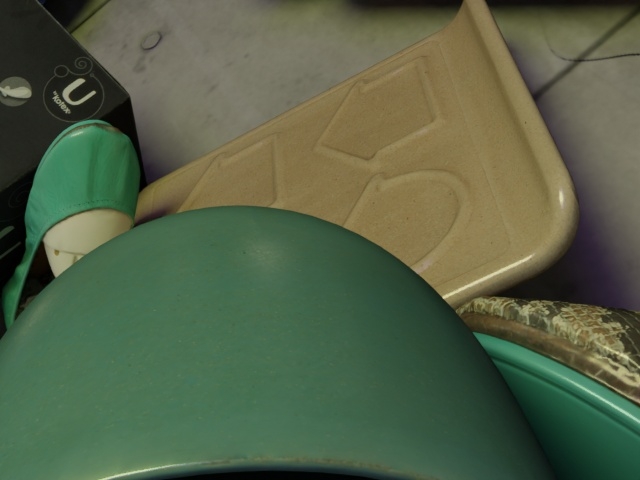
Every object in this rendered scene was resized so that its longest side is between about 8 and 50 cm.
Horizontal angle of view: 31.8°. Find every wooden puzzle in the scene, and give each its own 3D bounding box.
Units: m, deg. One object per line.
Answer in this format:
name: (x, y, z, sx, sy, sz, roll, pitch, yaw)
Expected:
wooden puzzle: (0.000, 0.000, 0.771, 0.348, 0.080, 0.322, -31, 29, 15)

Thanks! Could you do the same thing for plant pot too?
plant pot: (-0.037, 0.121, 0.510, 0.293, 0.293, 0.235, -27, 33, 12)

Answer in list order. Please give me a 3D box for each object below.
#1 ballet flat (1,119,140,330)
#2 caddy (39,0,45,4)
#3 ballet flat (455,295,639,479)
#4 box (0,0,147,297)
ballet flat: (-0.185, 0.017, 0.849, 0.247, 0.083, 0.087, -56, 44, 46)
caddy: (-0.410, -0.256, 1.188, 0.341, 0.179, 0.241, -31, 23, 9)
ballet flat: (0.266, 0.157, 0.503, 0.182, 0.164, 0.483, -30, 48, -21)
box: (-0.289, -0.045, 0.896, 0.270, 0.165, 0.143, -40, 75, -17)
